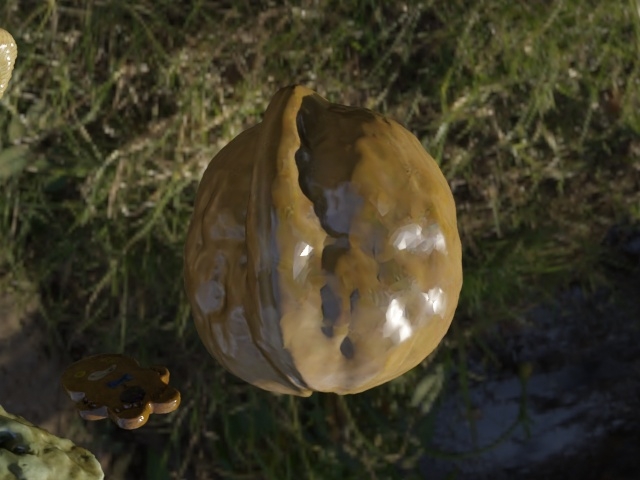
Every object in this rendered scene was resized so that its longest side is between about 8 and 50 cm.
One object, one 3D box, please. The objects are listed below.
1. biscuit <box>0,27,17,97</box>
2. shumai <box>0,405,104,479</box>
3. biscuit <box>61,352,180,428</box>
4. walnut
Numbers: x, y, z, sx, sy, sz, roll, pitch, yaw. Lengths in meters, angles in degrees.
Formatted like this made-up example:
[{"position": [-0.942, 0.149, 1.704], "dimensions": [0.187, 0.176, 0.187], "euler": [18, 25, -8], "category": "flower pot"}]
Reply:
[{"position": [-0.393, -0.128, 1.095], "dimensions": [0.079, 0.259, 0.259], "euler": [41, 133, -5], "category": "biscuit"}, {"position": [-0.350, 0.192, 1.090], "dimensions": [0.272, 0.204, 0.222], "euler": [-4, -170, -11], "category": "shumai"}, {"position": [-0.352, 0.252, 1.950], "dimensions": [0.180, 0.236, 0.039], "euler": [-25, 122, -39], "category": "biscuit"}, {"position": [0.008, 0.013, 1.442], "dimensions": [0.383, 0.383, 0.383], "euler": [-3, 144, -2], "category": "walnut"}]
